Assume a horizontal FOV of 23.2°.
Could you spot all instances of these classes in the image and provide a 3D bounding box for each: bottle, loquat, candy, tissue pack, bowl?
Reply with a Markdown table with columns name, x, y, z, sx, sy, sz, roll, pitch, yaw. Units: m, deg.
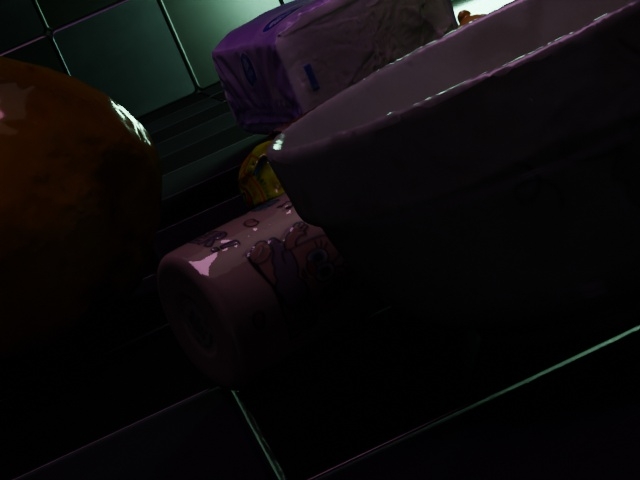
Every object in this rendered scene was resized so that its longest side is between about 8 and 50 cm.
| name | x | y | z | sx | sy | sz | roll | pitch | yaw |
| --- | --- | --- | --- | --- | --- | --- | --- | --- | --- |
| bottle | 0.003 | 0.002 | 0.999 | 0.209 | 0.110 | 0.097 | -29 | 13 | -26 |
| loquat | -0.278 | -0.035 | 1.302 | 0.276 | 0.284 | 0.276 | -47 | -15 | -16 |
| candy | 0.045 | -0.098 | 1.447 | 0.262 | 0.077 | 0.073 | -28 | 11 | -3 |
| tissue pack | 0.014 | -0.249 | 2.052 | 0.242 | 0.160 | 0.338 | -26 | 12 | -15 |
| bowl | 0.135 | -0.052 | 0.841 | 0.307 | 0.163 | 0.307 | -23 | 11 | 5 |

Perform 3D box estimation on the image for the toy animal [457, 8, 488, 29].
| name | x | y | z | sx | sy | sz | roll | pitch | yaw |
| --- | --- | --- | --- | --- | --- | --- | --- | --- | --- |
| toy animal | 0.197 | -0.209 | 1.719 | 0.070 | 0.083 | 0.159 | -31 | 20 | -3 |

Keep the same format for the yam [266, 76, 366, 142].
| name | x | y | z | sx | sy | sz | roll | pitch | yaw |
| --- | --- | --- | --- | --- | --- | --- | --- | --- | --- |
| yam | 0.016 | -0.110 | 1.605 | 0.141 | 0.079 | 0.079 | -30 | 12 | -26 |
